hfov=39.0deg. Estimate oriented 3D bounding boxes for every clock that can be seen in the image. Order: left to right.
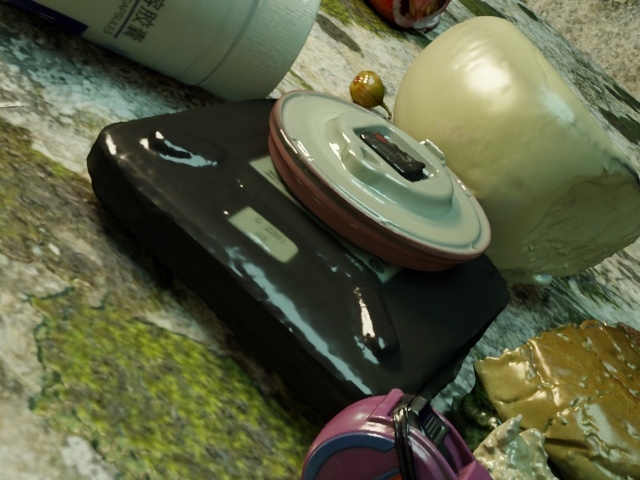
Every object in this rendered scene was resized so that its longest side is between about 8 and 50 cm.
[{"bbox_3d":[0.060,-0.065,0.862,0.244,0.056,0.244,26,30,-16],"label":"clock"}]

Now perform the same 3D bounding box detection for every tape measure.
[{"bbox_3d":[0.051,0.171,0.626,0.125,0.118,0.074,59,28,2],"label":"tape measure"}]

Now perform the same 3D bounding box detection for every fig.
[{"bbox_3d":[0.076,-0.206,1.301,0.083,0.050,0.050,43,22,-31],"label":"fig"}]

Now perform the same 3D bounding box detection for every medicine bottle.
[{"bbox_3d":[-0.176,-0.284,0.956,0.332,0.190,0.190,21,32,-28],"label":"medicine bottle"}]

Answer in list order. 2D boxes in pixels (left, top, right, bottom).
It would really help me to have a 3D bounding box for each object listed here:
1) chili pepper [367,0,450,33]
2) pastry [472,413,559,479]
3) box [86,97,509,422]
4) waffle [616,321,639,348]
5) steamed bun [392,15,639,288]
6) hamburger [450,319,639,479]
[{"bbox_3d":[0.135,-0.577,1.732,0.251,0.229,0.305,-17,59,-38],"label":"chili pepper"},{"bbox_3d":[0.186,0.261,0.666,0.089,0.121,0.258,-31,77,-34],"label":"pastry"},{"bbox_3d":[0.000,0.000,0.848,0.359,0.091,0.350,42,28,12],"label":"box"},{"bbox_3d":[0.416,0.141,1.193,0.075,0.029,0.083,39,25,0],"label":"waffle"},{"bbox_3d":[0.218,-0.098,1.100,0.334,0.233,0.312,38,20,-44],"label":"steamed bun"},{"bbox_3d":[0.265,0.191,0.833,0.309,0.132,0.211,9,37,-45],"label":"hamburger"}]
